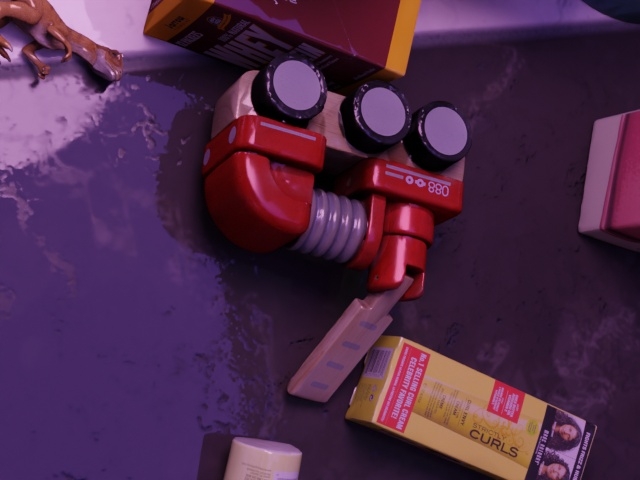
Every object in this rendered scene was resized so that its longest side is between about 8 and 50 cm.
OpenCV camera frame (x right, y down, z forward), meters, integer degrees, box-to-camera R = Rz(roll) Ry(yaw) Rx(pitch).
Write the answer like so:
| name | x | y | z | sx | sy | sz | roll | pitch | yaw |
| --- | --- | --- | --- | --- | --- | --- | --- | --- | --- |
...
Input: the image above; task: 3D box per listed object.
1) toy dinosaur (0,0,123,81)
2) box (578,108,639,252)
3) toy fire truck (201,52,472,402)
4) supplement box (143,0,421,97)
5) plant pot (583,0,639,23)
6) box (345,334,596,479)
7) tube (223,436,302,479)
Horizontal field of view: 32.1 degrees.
| name | x | y | z | sx | sy | sz | roll | pitch | yaw |
| --- | --- | --- | --- | --- | --- | --- | --- | --- | --- |
| toy dinosaur | -0.249 | -0.197 | 0.887 | 0.211 | 0.064 | 0.112 | 52 | 50 | -23 |
| box | 0.383 | -0.056 | 1.064 | 0.149 | 0.232 | 0.126 | 15 | 80 | -23 |
| toy fire truck | 0.000 | 0.000 | 0.946 | 0.217 | 0.158 | 0.246 | 14 | 70 | -24 |
| supplement box | -0.022 | -0.245 | 0.948 | 0.194 | 0.129 | 0.191 | 17 | 80 | -23 |
| plant pot | 0.379 | -0.385 | 1.087 | 0.293 | 0.235 | 0.293 | 2 | 85 | -24 |
| box | 0.143 | 0.167 | 1.032 | 0.232 | 0.058 | 0.087 | 27 | 76 | -21 |
| tube | -0.069 | 0.288 | 0.931 | 0.070 | 0.062 | 0.240 | 9 | 86 | 20 |
